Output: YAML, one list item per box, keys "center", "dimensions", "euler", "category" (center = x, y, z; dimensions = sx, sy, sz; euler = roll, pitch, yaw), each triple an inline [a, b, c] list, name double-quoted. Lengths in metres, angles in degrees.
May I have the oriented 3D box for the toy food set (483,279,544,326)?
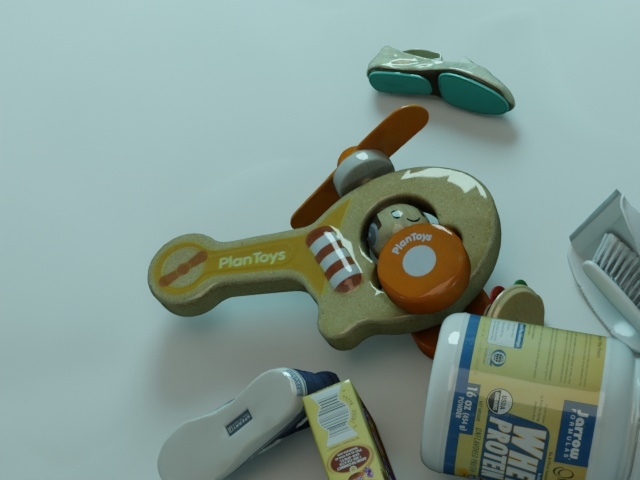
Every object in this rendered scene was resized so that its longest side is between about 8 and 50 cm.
- center: [0.179, 0.078, 1.563]
  dimensions: [0.020, 0.082, 0.083]
  euler: [13, 72, 47]
  category: "toy food set"

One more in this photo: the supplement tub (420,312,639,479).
- center: [0.196, 0.147, 1.470]
  dimensions: [0.199, 0.144, 0.144]
  euler: [9, 65, 8]
  category: "supplement tub"

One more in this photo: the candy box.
- center: [0.044, 0.231, 1.502]
  dimensions: [0.053, 0.109, 0.187]
  euler: [-23, 58, 3]
  category: "candy box"

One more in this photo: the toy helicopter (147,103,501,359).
- center: [0.000, 0.000, 1.629]
  dimensions: [0.355, 0.140, 0.235]
  euler: [-8, 59, 17]
  category: "toy helicopter"

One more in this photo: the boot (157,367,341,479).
- center: [-0.065, 0.183, 1.592]
  dimensions: [0.190, 0.086, 0.069]
  euler: [-34, 67, 30]
  category: "boot"

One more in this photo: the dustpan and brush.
- center: [0.294, 0.071, 1.521]
  dimensions: [0.060, 0.147, 0.211]
  euler: [-36, 81, -20]
  category: "dustpan and brush"

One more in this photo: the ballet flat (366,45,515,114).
- center: [0.128, -0.173, 1.729]
  dimensions: [0.168, 0.057, 0.052]
  euler: [14, 58, 23]
  category: "ballet flat"
